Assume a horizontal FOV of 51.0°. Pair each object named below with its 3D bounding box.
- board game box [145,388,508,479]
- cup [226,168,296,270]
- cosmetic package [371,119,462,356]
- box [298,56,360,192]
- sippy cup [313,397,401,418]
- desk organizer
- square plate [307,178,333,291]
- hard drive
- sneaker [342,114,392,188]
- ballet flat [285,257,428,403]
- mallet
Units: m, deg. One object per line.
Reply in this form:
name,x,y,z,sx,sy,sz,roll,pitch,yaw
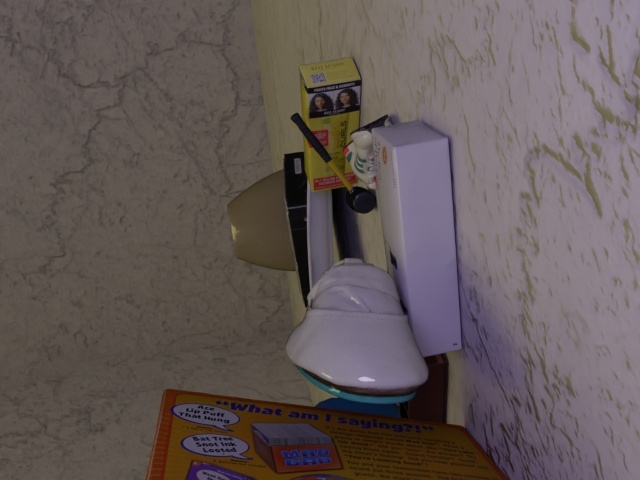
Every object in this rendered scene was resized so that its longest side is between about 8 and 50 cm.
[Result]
board game box,-0.007,0.386,0.613,0.356,0.356,0.357,-132,53,-78
cup,-0.157,-0.049,2.060,0.331,0.236,0.332,170,90,-83
cosmetic package,0.104,-0.001,0.731,0.099,0.060,0.239,-120,20,-67
box,0.015,-0.179,1.078,0.232,0.087,0.058,90,167,-53
sippy cup,0.060,0.381,1.096,0.240,0.305,0.224,-5,-84,-69
desk organizer,0.130,0.190,0.858,0.047,0.050,0.130,-111,12,-54
square plate,0.000,0.000,1.374,0.344,0.049,0.348,-25,-66,-89
hard drive,-0.044,-0.025,1.734,0.237,0.064,0.339,-96,-2,-49
sneaker,0.074,-0.111,0.889,0.075,0.057,0.161,62,171,2
ballet flat,0.031,0.084,0.762,0.400,0.139,0.139,145,114,-86
mallet,0.020,-0.115,1.028,0.190,0.039,0.062,50,179,-25
